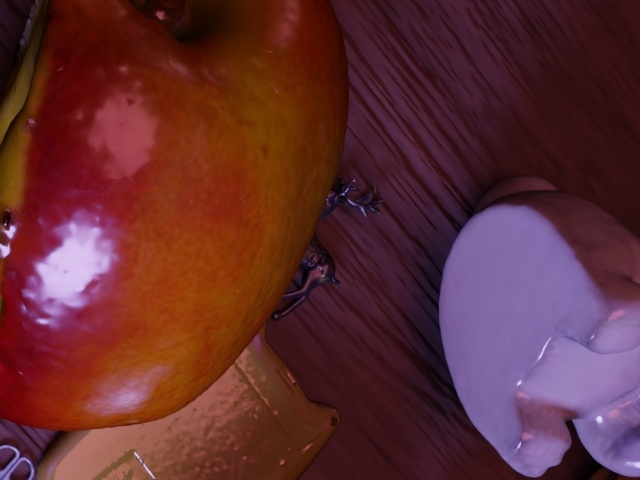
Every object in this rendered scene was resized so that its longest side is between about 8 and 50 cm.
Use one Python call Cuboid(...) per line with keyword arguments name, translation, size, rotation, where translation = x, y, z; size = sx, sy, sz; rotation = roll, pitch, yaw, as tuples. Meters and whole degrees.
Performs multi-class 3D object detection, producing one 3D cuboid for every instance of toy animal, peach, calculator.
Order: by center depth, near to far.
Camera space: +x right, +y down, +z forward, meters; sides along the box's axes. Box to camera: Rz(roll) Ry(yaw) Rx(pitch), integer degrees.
Cuboid(name="peach", translation=(-0.120, -0.025, 1.270), size=(0.242, 0.380, 0.306), rotation=(13, 61, -19))
Cuboid(name="calculator", translation=(-0.101, 0.162, 1.419), size=(0.236, 0.033, 0.157), rotation=(-39, 105, -12))
Cuboid(name="toy animal", translation=(0.278, 0.062, 1.471), size=(0.368, 0.241, 0.196), rotation=(11, 130, -23))

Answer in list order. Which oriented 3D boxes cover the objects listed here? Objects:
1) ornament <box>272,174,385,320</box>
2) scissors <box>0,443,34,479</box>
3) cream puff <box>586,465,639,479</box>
Cuboid(name="ornament", translation=(0.000, 0.000, 1.456), size=(0.125, 0.028, 0.073), rotation=(-34, 102, -15))
Cuboid(name="scissors", translation=(-0.246, 0.187, 1.380), size=(0.036, 0.006, 0.083), rotation=(44, 77, -13))
Cuboid(name="cream puff", translation=(0.271, 0.235, 1.524), size=(0.133, 0.104, 0.119), rotation=(46, 70, -16))
